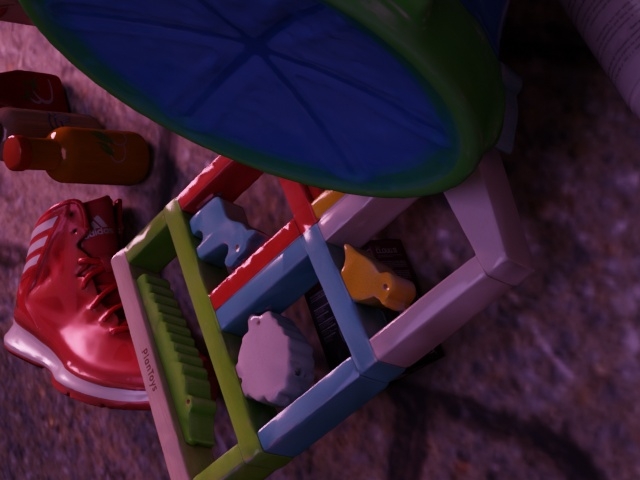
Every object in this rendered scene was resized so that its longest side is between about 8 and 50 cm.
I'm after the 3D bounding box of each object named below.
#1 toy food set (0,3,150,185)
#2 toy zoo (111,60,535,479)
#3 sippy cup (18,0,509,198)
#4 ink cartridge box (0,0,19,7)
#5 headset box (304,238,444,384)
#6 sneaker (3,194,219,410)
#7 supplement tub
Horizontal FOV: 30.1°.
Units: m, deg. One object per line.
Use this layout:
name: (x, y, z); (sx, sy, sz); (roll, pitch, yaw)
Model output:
toy food set: (-0.216, -0.138, 0.874); (0.111, 0.104, 0.232); (-27, 72, 40)
toy zoo: (0.000, 0.000, 0.675); (0.293, 0.030, 0.192); (-42, 51, 24)
sippy cup: (0.003, -0.171, 0.573); (0.305, 0.240, 0.224); (10, 69, 35)
ink cartridge box: (-0.266, -0.306, 0.818); (0.088, 0.193, 0.235); (4, 73, 41)
headset box: (0.028, 0.042, 0.694); (0.062, 0.032, 0.083); (-32, 70, 38)
sneaker: (-0.150, 0.036, 0.827); (0.221, 0.087, 0.128); (12, 100, 42)
supplement tub: (0.152, -0.112, 0.550); (0.071, 0.071, 0.107); (-43, 62, 35)
